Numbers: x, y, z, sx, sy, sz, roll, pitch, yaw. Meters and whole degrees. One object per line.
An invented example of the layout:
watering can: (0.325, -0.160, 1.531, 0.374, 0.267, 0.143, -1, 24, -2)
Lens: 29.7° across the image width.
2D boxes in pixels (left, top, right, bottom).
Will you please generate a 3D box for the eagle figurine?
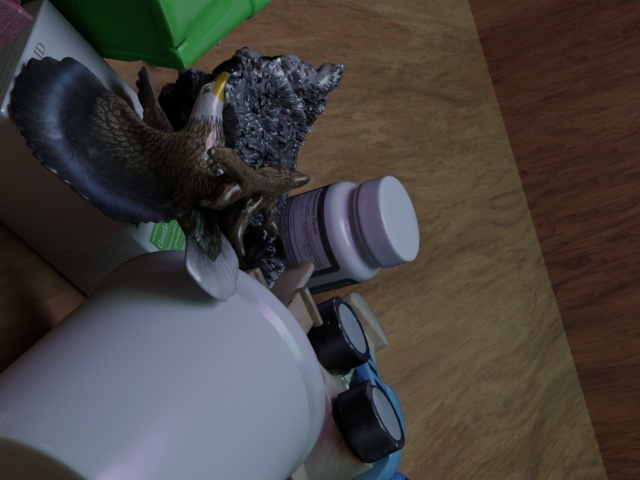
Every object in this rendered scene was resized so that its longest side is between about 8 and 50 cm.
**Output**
eagle figurine: (-0.168, -0.093, 1.344, 0.225, 0.298, 0.226, -52, 144, -33)

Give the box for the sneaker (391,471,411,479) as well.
sneaker: (0.111, 0.423, 2.095, 0.209, 0.082, 0.069, 31, 51, -52)

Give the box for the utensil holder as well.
utensil holder: (-0.211, 0.234, 1.300, 0.327, 0.328, 0.385, 67, 28, -15)

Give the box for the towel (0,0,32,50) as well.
towel: (-0.472, -0.217, 1.166, 0.329, 0.237, 0.037, 31, 21, -54)

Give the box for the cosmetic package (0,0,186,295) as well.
cosmetic package: (-0.302, -0.094, 1.495, 0.365, 0.155, 0.197, 48, 39, -42)

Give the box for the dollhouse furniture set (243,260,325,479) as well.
dollhouse furniture set: (-0.073, 0.233, 1.593, 0.355, 0.303, 0.174, 66, 26, -18)

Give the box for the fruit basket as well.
fruit basket: (-0.233, -0.402, 1.529, 0.283, 0.392, 0.392, 73, 18, -51)

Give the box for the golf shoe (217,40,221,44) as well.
golf shoe: (-0.182, -0.348, 1.967, 0.086, 0.067, 0.186, 58, 30, -32)

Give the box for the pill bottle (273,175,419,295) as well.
pill bottle: (0.000, 0.000, 1.883, 0.161, 0.283, 0.161, 40, 42, -49)

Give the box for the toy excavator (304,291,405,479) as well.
toy excavator: (0.024, 0.232, 1.893, 0.445, 0.222, 0.433, 42, 23, -56)

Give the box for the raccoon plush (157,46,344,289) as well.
raccoon plush: (-0.070, -0.090, 1.806, 0.299, 0.216, 0.446, -6, 82, -46)
